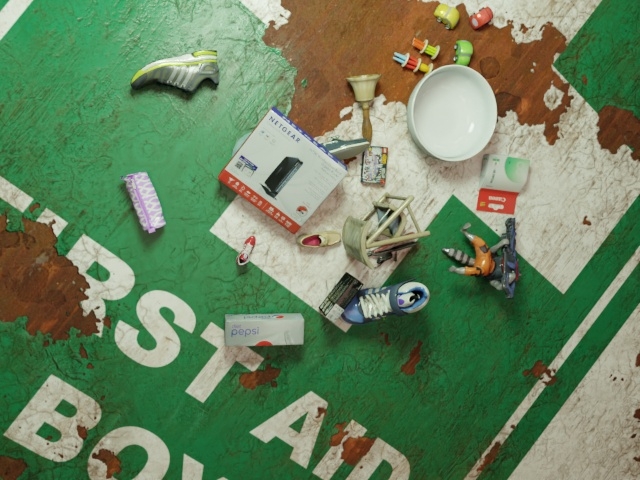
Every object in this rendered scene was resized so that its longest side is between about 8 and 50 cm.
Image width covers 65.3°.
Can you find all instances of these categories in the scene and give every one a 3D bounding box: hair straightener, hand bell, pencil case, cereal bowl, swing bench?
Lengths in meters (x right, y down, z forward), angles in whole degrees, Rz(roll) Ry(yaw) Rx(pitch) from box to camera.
[{"bbox_3d":[0.271,0.051,1.914,0.230,0.047,0.089,-25,102,-8],"label":"hair straightener"},{"bbox_3d":[0.163,-0.469,1.805,0.126,0.126,0.242,-10,111,-11],"label":"hand bell"},{"bbox_3d":[-0.589,-0.132,1.676,0.086,0.088,0.206,-21,102,-7],"label":"pencil case"},{"bbox_3d":[0.466,-0.459,1.841,0.338,0.141,0.339,-2,97,-13],"label":"cereal bowl"},{"bbox_3d":[0.209,-0.040,1.783,0.254,0.253,0.165,-29,102,-8],"label":"swing bench"}]

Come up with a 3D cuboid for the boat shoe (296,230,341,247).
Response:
[{"bbox_3d":[0.000,0.000,1.841,0.170,0.059,0.063,-9,99,-11],"label":"boat shoe"}]

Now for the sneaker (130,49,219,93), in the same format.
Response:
[{"bbox_3d":[-0.470,-0.536,1.641,0.299,0.111,0.121,-18,105,-8],"label":"sneaker"}]

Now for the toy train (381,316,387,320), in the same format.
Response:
[{"bbox_3d":[0.236,0.275,1.953,0.023,0.017,0.083,-33,103,-17],"label":"toy train"}]

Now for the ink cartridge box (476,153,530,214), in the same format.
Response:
[{"bbox_3d":[0.721,-0.221,1.978,0.180,0.056,0.225,5,95,-13],"label":"ink cartridge box"}]

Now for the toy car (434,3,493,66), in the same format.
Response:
[{"bbox_3d":[0.541,-0.766,1.861,0.238,0.053,0.225,-2,98,-12],"label":"toy car"}]

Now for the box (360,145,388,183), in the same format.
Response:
[{"bbox_3d":[0.200,-0.283,1.864,0.093,0.027,0.137,1,97,-14],"label":"box"}]

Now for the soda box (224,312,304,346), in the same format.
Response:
[{"bbox_3d":[-0.206,0.325,1.822,0.286,0.091,0.098,1,98,-13],"label":"soda box"}]

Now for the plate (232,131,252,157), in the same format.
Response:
[{"bbox_3d":[-0.219,-0.291,1.771,0.188,0.024,0.188,-2,99,-12],"label":"plate"}]

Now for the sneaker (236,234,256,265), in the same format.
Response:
[{"bbox_3d":[-0.263,0.037,1.782,0.042,0.067,0.119,28,91,-15],"label":"sneaker"}]

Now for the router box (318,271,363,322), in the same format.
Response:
[{"bbox_3d":[0.074,0.207,1.847,0.046,0.133,0.179,39,89,-14],"label":"router box"}]

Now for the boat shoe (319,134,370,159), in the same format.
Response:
[{"bbox_3d":[0.048,-0.328,1.790,0.254,0.095,0.079,-18,70,2],"label":"boat shoe"}]

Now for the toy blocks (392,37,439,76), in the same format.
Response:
[{"bbox_3d":[0.348,-0.684,1.829,0.148,0.054,0.123,19,94,-14],"label":"toy blocks"}]

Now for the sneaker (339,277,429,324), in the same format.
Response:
[{"bbox_3d":[0.237,0.221,1.821,0.322,0.236,0.130,-10,80,-15],"label":"sneaker"}]

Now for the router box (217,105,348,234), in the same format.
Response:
[{"bbox_3d":[-0.128,-0.236,1.715,0.335,0.082,0.301,36,109,-16],"label":"router box"}]

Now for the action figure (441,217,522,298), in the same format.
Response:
[{"bbox_3d":[0.664,0.055,1.979,0.330,0.178,0.341,27,64,-21],"label":"action figure"}]
